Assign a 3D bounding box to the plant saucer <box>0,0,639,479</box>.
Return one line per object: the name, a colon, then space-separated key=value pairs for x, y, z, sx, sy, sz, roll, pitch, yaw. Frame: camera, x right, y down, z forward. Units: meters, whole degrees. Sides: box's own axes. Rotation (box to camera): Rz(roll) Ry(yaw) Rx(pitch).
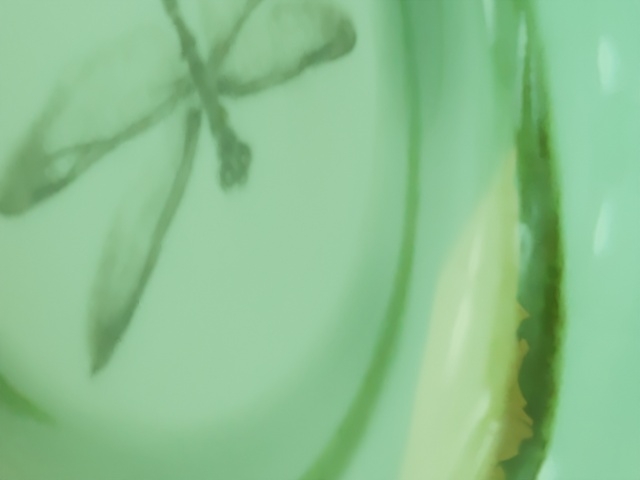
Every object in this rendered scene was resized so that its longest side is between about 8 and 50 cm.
plant saucer: x=-0.022 y=-0.052 z=0.432 sx=0.400 sy=0.100 sz=0.400 roll=10 pitch=78 yaw=-58
